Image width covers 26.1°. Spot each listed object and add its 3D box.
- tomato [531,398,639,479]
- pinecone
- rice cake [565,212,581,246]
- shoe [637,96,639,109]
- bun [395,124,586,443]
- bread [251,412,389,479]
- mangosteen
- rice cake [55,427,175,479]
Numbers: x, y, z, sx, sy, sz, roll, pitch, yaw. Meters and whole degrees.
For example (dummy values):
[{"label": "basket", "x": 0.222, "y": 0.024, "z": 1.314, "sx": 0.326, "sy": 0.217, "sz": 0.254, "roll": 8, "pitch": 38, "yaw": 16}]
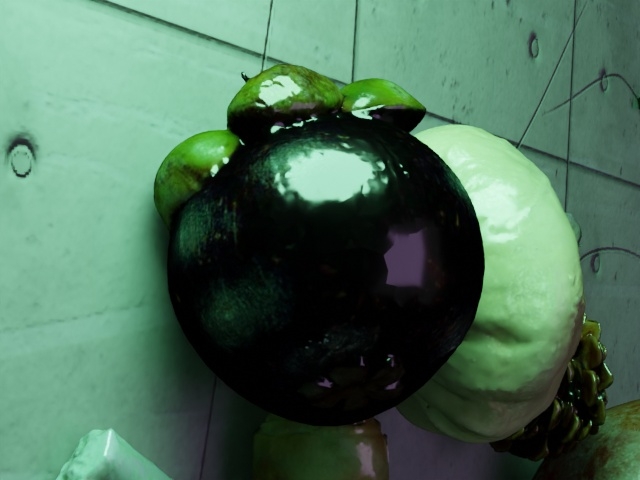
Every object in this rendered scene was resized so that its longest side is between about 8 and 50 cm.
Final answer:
[{"label": "tomato", "x": 0.362, "y": 0.320, "z": 1.455, "sx": 0.317, "sy": 0.283, "sz": 0.316, "roll": -13, "pitch": 108, "yaw": -45}, {"label": "pinecone", "x": 0.193, "y": 0.131, "z": 1.308, "sx": 0.174, "sy": 0.174, "sz": 0.173, "roll": -4, "pitch": 94, "yaw": -59}, {"label": "rice cake", "x": 0.237, "y": 0.051, "z": 1.484, "sx": 0.047, "sy": 0.036, "sz": 0.206, "roll": 53, "pitch": 47, "yaw": -29}, {"label": "shoe", "x": 0.473, "y": -0.208, "z": 1.833, "sx": 0.179, "sy": 0.071, "sz": 0.049, "roll": -18, "pitch": 103, "yaw": -53}, {"label": "bun", "x": 0.102, "y": 0.039, "z": 1.103, "sx": 0.160, "sy": 0.259, "sz": 0.259, "roll": -15, "pitch": 107, "yaw": -24}, {"label": "bread", "x": -0.004, "y": 0.223, "z": 1.020, "sx": 0.088, "sy": 0.128, "sz": 0.231, "roll": -5, "pitch": 97, "yaw": -32}, {"label": "mangosteen", "x": 0.000, "y": 0.000, "z": 0.938, "sx": 0.243, "sy": 0.243, "sz": 0.242, "roll": -4, "pitch": 94, "yaw": -59}, {"label": "rice cake", "x": -0.108, "y": 0.202, "z": 0.915, "sx": 0.226, "sy": 0.040, "sz": 0.085, "roll": 52, "pitch": 50, "yaw": -47}]
